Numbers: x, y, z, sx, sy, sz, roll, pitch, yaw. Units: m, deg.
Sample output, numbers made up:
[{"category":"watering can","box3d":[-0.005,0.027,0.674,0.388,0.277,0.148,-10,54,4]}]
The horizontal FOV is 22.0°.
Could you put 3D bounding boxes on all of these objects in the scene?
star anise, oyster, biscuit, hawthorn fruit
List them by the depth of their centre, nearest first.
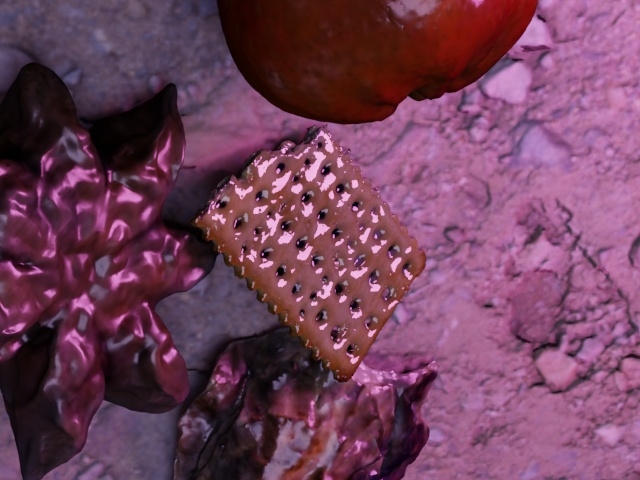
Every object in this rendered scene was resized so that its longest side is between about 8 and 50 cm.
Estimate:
[{"category":"hawthorn fruit","box3d":[0.026,-0.210,1.100,0.224,0.224,0.260,-20,102,-9]},{"category":"star anise","box3d":[-0.192,0.026,1.145,0.315,0.108,0.315,-15,110,-50]},{"category":"biscuit","box3d":[-0.001,0.000,1.256,0.144,0.016,0.203,-54,125,-22]},{"category":"oyster","box3d":[-0.031,0.197,1.328,0.275,0.100,0.271,-2,99,-13]}]
